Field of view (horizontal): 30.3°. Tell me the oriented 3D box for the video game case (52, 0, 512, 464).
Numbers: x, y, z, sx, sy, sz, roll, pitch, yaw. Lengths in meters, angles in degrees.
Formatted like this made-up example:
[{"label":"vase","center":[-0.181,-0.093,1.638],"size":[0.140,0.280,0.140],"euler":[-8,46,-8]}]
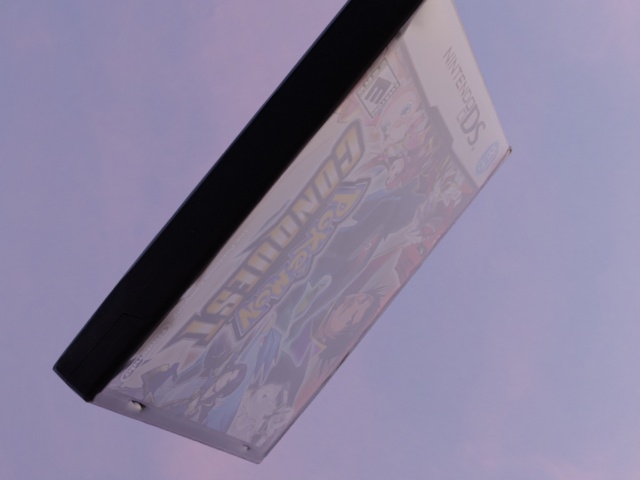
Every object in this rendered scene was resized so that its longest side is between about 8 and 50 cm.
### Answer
[{"label":"video game case","center":[0.000,0.000,0.685],"size":[0.035,0.248,0.275],"euler":[37,-93,24]}]
